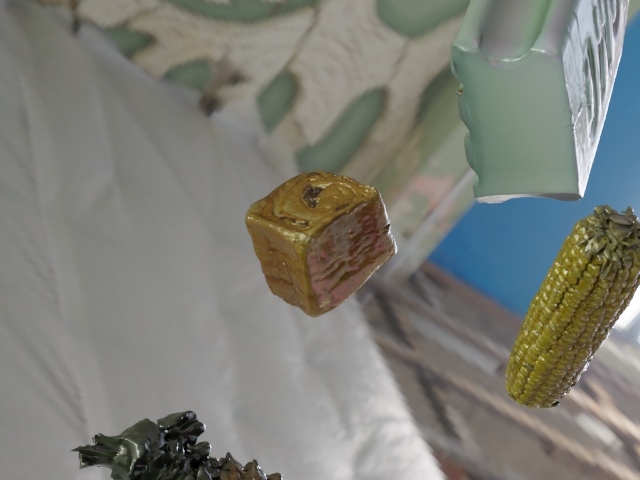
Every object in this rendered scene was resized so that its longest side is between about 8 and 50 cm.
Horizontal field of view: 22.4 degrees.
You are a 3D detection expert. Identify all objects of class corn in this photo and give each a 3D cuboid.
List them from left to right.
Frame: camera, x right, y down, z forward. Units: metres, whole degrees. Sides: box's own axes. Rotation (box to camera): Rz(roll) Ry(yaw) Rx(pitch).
[{"bbox_3d":[0.307,0.081,1.938,0.115,0.318,0.115,11,-135,-12],"label":"corn"}]

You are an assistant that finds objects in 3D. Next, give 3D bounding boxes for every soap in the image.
[{"bbox_3d":[0.233,-0.208,1.650,0.347,0.115,0.208,-67,-28,-45],"label":"soap"}]

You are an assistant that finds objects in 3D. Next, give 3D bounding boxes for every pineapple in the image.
[{"bbox_3d":[-0.138,0.311,1.851,0.357,0.223,0.223,49,-169,-24],"label":"pineapple"}]

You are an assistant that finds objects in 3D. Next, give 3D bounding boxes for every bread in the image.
[{"bbox_3d":[0.000,0.000,2.150,0.149,0.158,0.143,31,150,50],"label":"bread"}]
